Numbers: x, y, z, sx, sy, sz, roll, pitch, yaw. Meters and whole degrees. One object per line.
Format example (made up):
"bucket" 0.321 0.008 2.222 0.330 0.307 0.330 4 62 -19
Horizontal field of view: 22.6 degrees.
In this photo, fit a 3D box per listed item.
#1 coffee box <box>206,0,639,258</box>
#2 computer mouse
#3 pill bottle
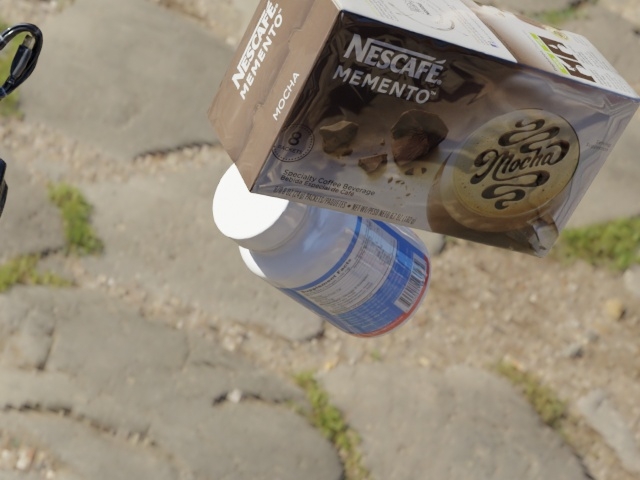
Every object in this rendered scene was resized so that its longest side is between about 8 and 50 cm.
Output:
"coffee box" 0.083 -0.107 1.290 0.297 0.168 0.119 13 30 -31
"computer mouse" -0.319 -0.094 1.543 0.071 0.242 0.041 14 13 -24
"pill bottle" 0.000 0.000 1.516 0.221 0.124 0.124 36 20 -46
